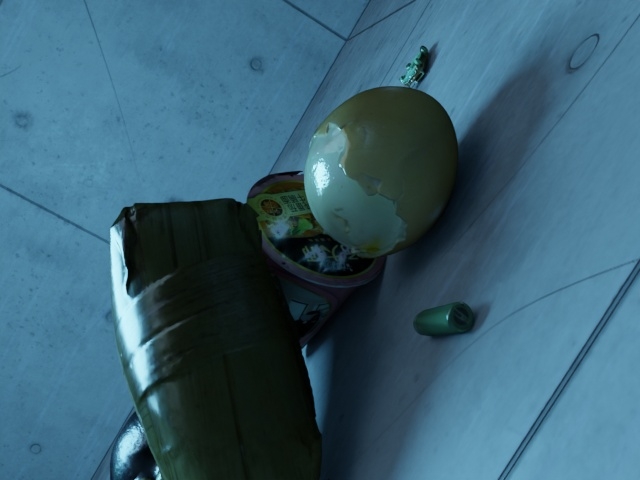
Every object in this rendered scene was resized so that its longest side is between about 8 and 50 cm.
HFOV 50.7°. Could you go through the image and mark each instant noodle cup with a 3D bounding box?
[{"bbox_3d":[-0.051,0.057,1.077,0.244,0.244,0.255,-75,12,-50],"label":"instant noodle cup"}]

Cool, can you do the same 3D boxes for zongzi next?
[{"bbox_3d":[-0.137,0.244,0.927,0.467,0.218,0.500,108,146,-63],"label":"zongzi"}]

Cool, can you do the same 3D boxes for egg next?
[{"bbox_3d":[0.086,-0.101,0.902,0.244,0.201,0.201,-51,7,-28],"label":"egg"}]

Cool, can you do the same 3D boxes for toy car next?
[{"bbox_3d":[0.201,-0.365,1.418,0.059,0.035,0.122,-50,8,40],"label":"toy car"}]

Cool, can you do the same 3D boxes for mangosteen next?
[{"bbox_3d":[-0.214,0.350,1.051,0.243,0.243,0.243,-56,13,20],"label":"mangosteen"}]

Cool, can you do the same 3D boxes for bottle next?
[{"bbox_3d":[0.126,0.083,0.704,0.030,0.030,0.083,-65,12,-19],"label":"bottle"}]
